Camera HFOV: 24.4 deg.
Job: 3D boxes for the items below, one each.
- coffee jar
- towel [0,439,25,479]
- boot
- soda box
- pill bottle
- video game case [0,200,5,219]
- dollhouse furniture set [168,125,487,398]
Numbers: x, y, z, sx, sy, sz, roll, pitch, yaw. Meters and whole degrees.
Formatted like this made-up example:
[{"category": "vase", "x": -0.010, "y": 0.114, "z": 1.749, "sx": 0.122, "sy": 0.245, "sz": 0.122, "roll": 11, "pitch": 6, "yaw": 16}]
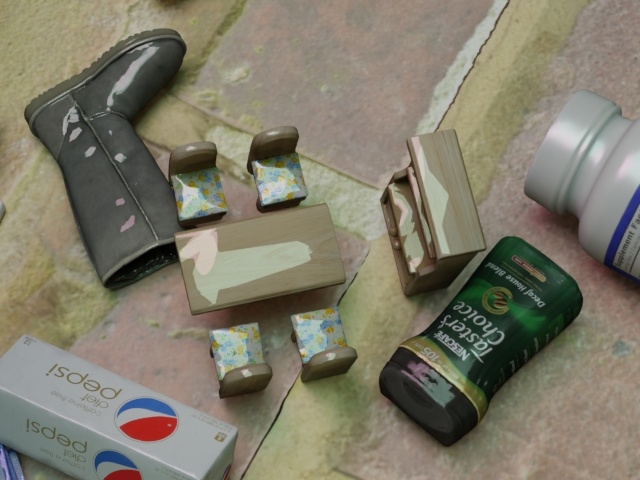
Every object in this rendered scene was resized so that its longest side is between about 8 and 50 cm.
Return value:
[{"category": "coffee jar", "x": 0.139, "y": 0.089, "z": 1.295, "sx": 0.096, "sy": 0.079, "sz": 0.184, "roll": 38, "pitch": 72, "yaw": 20}, {"category": "towel", "x": -0.311, "y": 0.326, "z": 1.226, "sx": 0.209, "sy": 0.034, "sz": 0.285, "roll": -21, "pitch": 63, "yaw": -7}, {"category": "boot", "x": -0.169, "y": -0.080, "z": 1.401, "sx": 0.189, "sy": 0.076, "sz": 0.208, "roll": -35, "pitch": 60, "yaw": 0}, {"category": "soda box", "x": -0.183, "y": 0.164, "z": 1.268, "sx": 0.216, "sy": 0.069, "sz": 0.074, "roll": 22, "pitch": 39, "yaw": 14}, {"category": "pill bottle", "x": 0.324, "y": -0.023, "z": 1.301, "sx": 0.272, "sy": 0.152, "sz": 0.152, "roll": 30, "pitch": 69, "yaw": 18}, {"category": "video game case", "x": -0.394, "y": 0.014, "z": 1.396, "sx": 0.143, "sy": 0.019, "sz": 0.157, "roll": 15, "pitch": 65, "yaw": 11}, {"category": "dollhouse furniture set", "x": 0.000, "y": 0.000, "z": 1.277, "sx": 0.242, "sy": 0.161, "sz": 0.212, "roll": -12, "pitch": 76, "yaw": -10}]
